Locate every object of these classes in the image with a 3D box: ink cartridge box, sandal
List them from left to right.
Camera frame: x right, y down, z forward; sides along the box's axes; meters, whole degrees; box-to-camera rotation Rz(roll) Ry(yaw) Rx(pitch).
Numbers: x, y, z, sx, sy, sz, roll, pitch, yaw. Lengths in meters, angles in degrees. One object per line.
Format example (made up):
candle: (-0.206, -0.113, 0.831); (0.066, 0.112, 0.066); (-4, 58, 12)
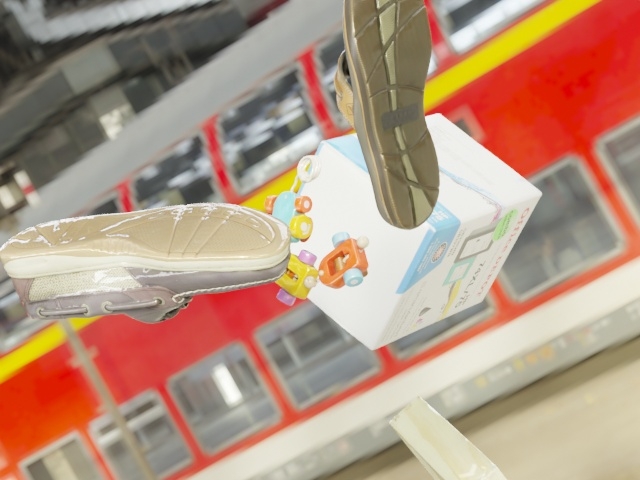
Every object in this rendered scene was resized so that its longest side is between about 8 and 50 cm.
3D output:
sandal: (0.049, -0.118, 1.219); (0.090, 0.219, 0.060); (-19, 13, -42)
ink cartridge box: (0.112, -0.019, 1.951); (0.270, 0.197, 0.198); (-19, -39, -51)

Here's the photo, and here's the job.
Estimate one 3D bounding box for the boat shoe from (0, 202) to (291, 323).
boat shoe: (-0.156, 0.028, 1.372); (0.285, 0.092, 0.103); (-3, 28, 17)

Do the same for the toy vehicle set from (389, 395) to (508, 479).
toy vehicle set: (0.169, 0.257, 1.231); (0.035, 0.267, 0.166); (-40, 22, -5)

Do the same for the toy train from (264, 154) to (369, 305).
toy train: (0.000, 0.000, 1.525); (0.046, 0.166, 0.125); (22, -54, -42)
